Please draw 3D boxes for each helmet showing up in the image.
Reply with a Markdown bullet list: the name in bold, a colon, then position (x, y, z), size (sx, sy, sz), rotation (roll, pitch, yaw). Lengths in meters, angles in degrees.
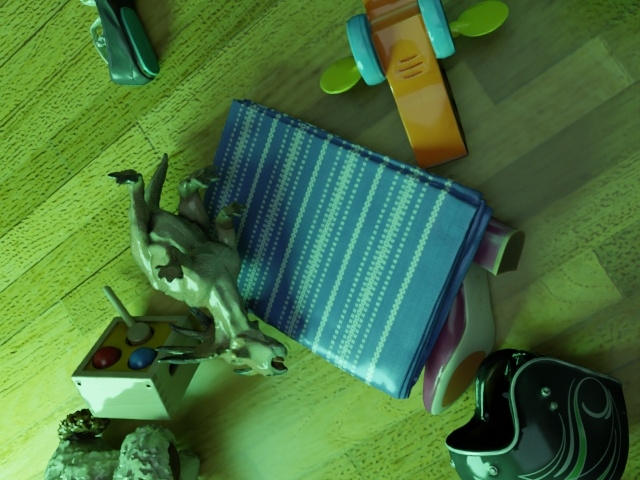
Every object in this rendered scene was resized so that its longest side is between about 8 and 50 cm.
- **helmet**: position (0.219, 0.200, 0.640), size (0.169, 0.169, 0.161), rotation (16, 84, 15)

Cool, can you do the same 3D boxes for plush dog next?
- **plush dog**: position (-0.290, 0.342, 0.790), size (0.210, 0.225, 0.262), rotation (-6, 102, -24)

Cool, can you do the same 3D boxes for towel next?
- **towel**: position (0.000, 0.000, 0.717), size (0.336, 0.040, 0.243), rotation (27, 107, 26)

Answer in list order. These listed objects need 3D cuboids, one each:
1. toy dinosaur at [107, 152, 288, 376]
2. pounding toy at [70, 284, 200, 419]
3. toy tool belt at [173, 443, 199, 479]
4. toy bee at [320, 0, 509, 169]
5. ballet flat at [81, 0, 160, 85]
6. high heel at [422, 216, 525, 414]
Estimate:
- **toy dinosaur**: position (-0.160, 0.031, 0.731), size (0.296, 0.127, 0.200), rotation (50, 145, 32)
- **pounding toy**: position (-0.233, 0.136, 0.792), size (0.130, 0.141, 0.100), rotation (-3, 124, 17)
- **toy tool belt**: position (-0.193, 0.317, 0.840), size (0.051, 0.052, 0.083), rotation (28, 108, 38)
- **toy bee**: position (0.093, -0.234, 0.652), size (0.195, 0.162, 0.298), rotation (2, 122, 9)
- **ballet flat**: position (-0.262, -0.288, 0.779), size (0.074, 0.074, 0.203), rotation (-15, 94, 18)
- **high heel**: position (0.137, 0.072, 0.709), size (0.117, 0.082, 0.244), rotation (34, 122, 42)
